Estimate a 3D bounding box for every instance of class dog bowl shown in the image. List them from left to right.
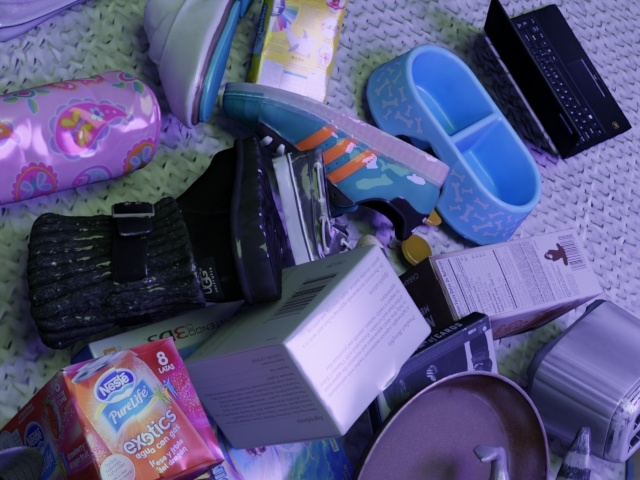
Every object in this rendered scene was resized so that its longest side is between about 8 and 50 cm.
[{"bbox_3d":[0.187,-0.137,1.735,0.166,0.074,0.297,-30,83,-45],"label":"dog bowl"}]

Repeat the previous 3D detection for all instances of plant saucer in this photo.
[{"bbox_3d":[0.135,0.292,1.435,0.310,0.050,0.311,-9,105,-36],"label":"plant saucer"}]

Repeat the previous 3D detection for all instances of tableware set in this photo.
[{"bbox_3d":[0.124,-0.021,1.684,0.104,0.024,0.154,-18,76,-40],"label":"tableware set"}]

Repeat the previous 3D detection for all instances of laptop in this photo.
[{"bbox_3d":[0.357,-0.253,1.869,0.264,0.136,0.234,-23,80,-37],"label":"laptop"}]

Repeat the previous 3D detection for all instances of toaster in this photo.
[{"bbox_3d":[0.358,0.182,1.624,0.146,0.129,0.227,28,43,31],"label":"toaster"}]

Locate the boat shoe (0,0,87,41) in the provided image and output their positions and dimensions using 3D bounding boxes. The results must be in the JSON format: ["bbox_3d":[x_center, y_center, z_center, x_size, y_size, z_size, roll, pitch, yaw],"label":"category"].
[{"bbox_3d":[-0.280,-0.377,1.531,0.136,0.156,0.367,51,52,0],"label":"boat shoe"}]

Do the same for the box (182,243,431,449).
[{"bbox_3d":[-0.016,0.113,1.337,0.181,0.182,0.119,-44,109,-40],"label":"box"}]

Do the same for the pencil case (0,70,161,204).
[{"bbox_3d":[-0.314,-0.110,1.405,0.284,0.124,0.124,-19,77,-37],"label":"pencil case"}]

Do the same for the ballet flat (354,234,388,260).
[{"bbox_3d":[0.050,0.067,1.567,0.049,0.057,0.173,28,55,-34],"label":"ballet flat"}]

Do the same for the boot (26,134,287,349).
[{"bbox_3d":[-0.178,-0.008,1.419,0.260,0.348,0.131,-13,108,4],"label":"boot"}]

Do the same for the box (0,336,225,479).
[{"bbox_3d":[-0.211,0.201,1.215,0.122,0.257,0.128,-16,75,-35],"label":"box"}]

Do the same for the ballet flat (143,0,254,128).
[{"bbox_3d":[-0.149,-0.297,1.606,0.139,0.139,0.400,30,50,-15],"label":"ballet flat"}]

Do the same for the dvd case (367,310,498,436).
[{"bbox_3d":[0.141,0.223,1.475,0.179,0.029,0.239,-25,115,-31],"label":"dvd case"}]

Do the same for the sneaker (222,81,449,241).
[{"bbox_3d":[0.007,-0.097,1.587,0.302,0.108,0.121,23,87,-9],"label":"sneaker"}]

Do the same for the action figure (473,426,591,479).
[{"bbox_3d":[0.310,0.395,1.427,0.341,0.330,0.178,5,22,11],"label":"action figure"}]

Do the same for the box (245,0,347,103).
[{"bbox_3d":[-0.029,-0.268,1.654,0.105,0.043,0.179,14,90,-26],"label":"box"}]

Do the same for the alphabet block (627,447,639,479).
[{"bbox_3d":[0.534,0.288,1.664,0.193,0.197,0.192,22,56,-20],"label":"alphabet block"}]

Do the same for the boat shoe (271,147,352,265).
[{"bbox_3d":[0.000,0.000,1.523,0.070,0.078,0.219,-13,95,2],"label":"boat shoe"}]

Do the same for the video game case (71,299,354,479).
[{"bbox_3d":[-0.108,0.208,1.401,0.244,0.061,0.270,-17,76,-35],"label":"video game case"}]

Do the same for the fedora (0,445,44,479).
[{"bbox_3d":[-0.376,0.258,1.114,0.124,0.275,0.243,34,22,18],"label":"fedora"}]

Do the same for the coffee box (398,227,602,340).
[{"bbox_3d":[0.209,0.069,1.615,0.246,0.141,0.098,-10,72,-33],"label":"coffee box"}]
